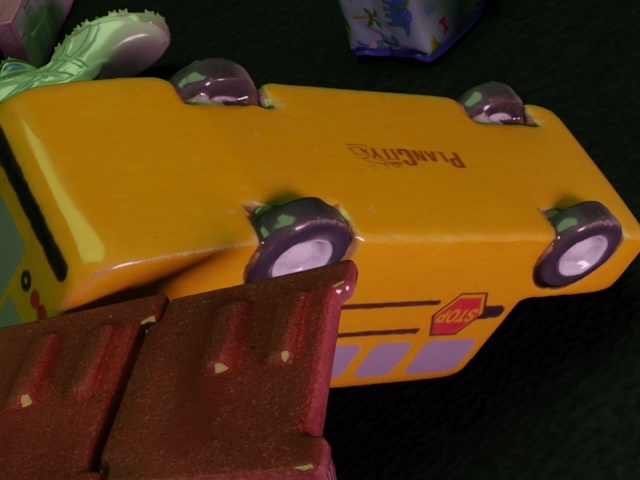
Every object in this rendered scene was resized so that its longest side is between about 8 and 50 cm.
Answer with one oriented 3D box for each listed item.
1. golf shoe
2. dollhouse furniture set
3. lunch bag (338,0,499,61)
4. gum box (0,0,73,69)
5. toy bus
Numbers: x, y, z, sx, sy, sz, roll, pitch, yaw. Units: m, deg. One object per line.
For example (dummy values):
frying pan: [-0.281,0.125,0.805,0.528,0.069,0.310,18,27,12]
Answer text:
golf shoe: [-0.193,-0.118,1.126,0.176,0.069,0.086,-26,53,-4]
dollhouse furniture set: [-0.052,0.202,0.431,0.152,0.201,0.374,-10,33,14]
lunch bag: [0.079,-0.224,1.059,0.096,0.129,0.151,11,41,36]
gum box: [-0.295,-0.194,1.273,0.107,0.062,0.188,-12,33,11]
toy bus: [0.000,0.000,0.678,0.332,0.130,0.108,-1,46,-40]
